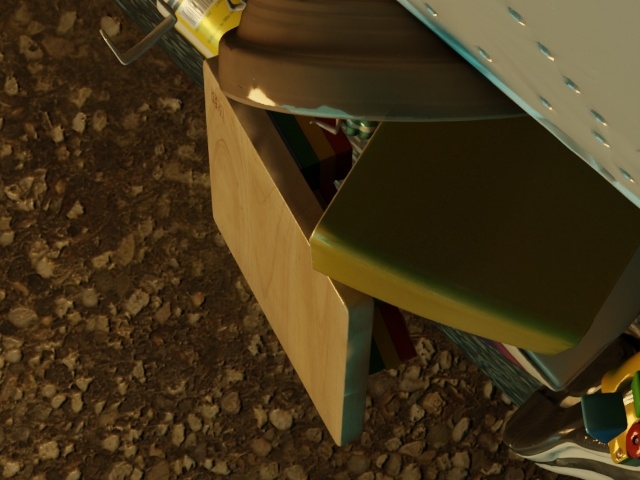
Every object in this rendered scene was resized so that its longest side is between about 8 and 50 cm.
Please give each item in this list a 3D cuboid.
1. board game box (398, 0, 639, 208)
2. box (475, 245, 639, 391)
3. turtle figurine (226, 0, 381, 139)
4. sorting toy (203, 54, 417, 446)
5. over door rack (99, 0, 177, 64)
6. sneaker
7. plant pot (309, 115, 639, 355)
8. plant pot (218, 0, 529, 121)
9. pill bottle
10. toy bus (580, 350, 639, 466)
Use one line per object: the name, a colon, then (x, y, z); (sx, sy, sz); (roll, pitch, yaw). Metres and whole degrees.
board game box: (0.046, -0.177, 0.813); (0.390, 0.050, 0.390); (43, 175, 16)
box: (0.159, 0.000, 1.553); (0.127, 0.148, 0.232); (48, 174, -23)
turtle figurine: (0.031, -0.154, 1.522); (0.234, 0.118, 0.175); (27, -153, -40)
sorting toy: (0.000, 0.000, 1.589); (0.255, 0.089, 0.257); (60, 165, 26)
over door rack: (-0.180, -0.329, 1.455); (0.239, 0.108, 0.324); (-116, 4, -63)
sneaker: (0.346, 0.241, 1.906); (0.257, 0.169, 0.447); (47, 172, -8)
plant pot: (0.127, -0.031, 1.324); (0.187, 0.212, 0.212); (32, 175, 4)
plant pot: (0.058, -0.142, 1.097); (0.237, 0.237, 0.109); (-144, 51, -64)
pill bottle: (-0.046, -0.194, 1.834); (0.208, 0.119, 0.119); (45, 176, 3)
toy bus: (0.297, 0.100, 1.422); (0.191, 0.202, 0.104); (59, -157, -60)
